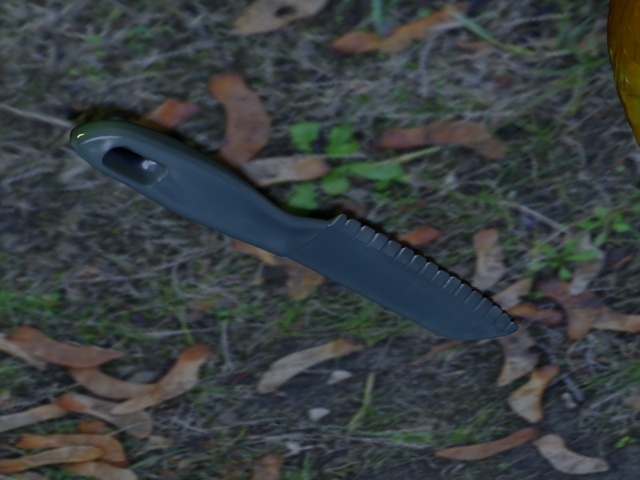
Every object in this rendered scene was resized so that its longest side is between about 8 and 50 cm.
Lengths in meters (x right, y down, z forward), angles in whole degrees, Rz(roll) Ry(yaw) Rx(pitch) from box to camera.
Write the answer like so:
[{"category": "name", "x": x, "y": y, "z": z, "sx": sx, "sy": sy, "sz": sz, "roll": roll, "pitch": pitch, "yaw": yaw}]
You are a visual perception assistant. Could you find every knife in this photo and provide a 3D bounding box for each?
[{"category": "knife", "x": 0.000, "y": 0.000, "z": 0.917, "sx": 0.044, "sy": 0.019, "sz": 0.313, "roll": -34, "pitch": 141, "yaw": 25}]

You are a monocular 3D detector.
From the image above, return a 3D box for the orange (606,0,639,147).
[{"category": "orange", "x": 0.210, "y": -0.078, "z": 0.737, "sx": 0.179, "sy": 0.158, "sz": 0.237, "roll": -32, "pitch": 137, "yaw": 18}]
